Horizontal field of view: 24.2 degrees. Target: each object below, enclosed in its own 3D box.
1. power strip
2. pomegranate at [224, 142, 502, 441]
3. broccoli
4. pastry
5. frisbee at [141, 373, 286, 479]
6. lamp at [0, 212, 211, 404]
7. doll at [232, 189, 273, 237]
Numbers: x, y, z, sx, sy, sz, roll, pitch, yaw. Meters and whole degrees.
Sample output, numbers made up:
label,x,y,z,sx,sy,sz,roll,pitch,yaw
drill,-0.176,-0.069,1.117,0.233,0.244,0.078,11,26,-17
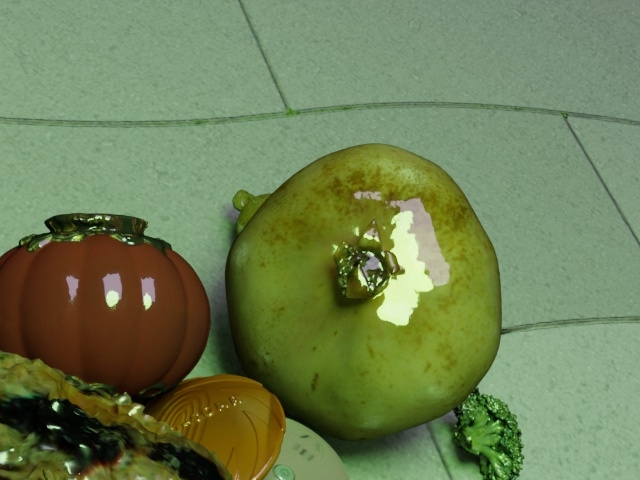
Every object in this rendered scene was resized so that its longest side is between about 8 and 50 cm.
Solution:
label,x,y,z,sx,sy,sz,roll,pitch,yaw
power strip,-0.048,0.249,1.451,0.154,0.078,0.154,19,39,-16
pomegranate,0.044,0.051,1.534,0.319,0.319,0.319,18,41,-17
broccoli,0.180,0.219,1.639,0.095,0.097,0.092,22,20,41
pastry,-0.222,0.253,1.149,0.337,0.292,0.405,45,25,24
frisbee,-0.127,0.188,1.409,0.192,0.035,0.192,-13,35,9
lamp,-0.216,0.081,1.419,0.226,0.227,0.227,18,41,-17
doll,0.000,0.000,1.739,0.209,0.097,0.137,12,37,-31
